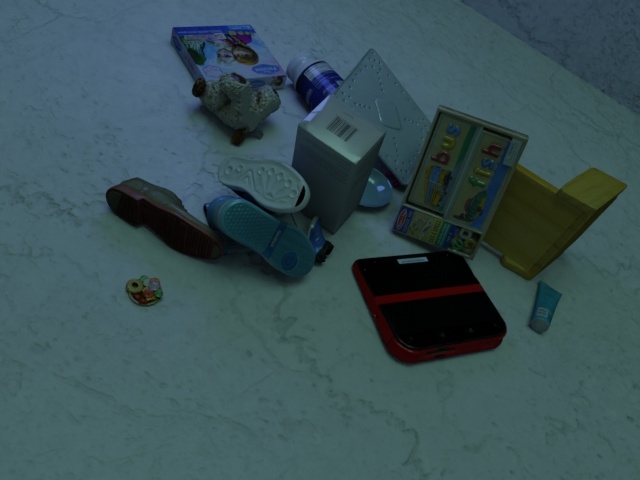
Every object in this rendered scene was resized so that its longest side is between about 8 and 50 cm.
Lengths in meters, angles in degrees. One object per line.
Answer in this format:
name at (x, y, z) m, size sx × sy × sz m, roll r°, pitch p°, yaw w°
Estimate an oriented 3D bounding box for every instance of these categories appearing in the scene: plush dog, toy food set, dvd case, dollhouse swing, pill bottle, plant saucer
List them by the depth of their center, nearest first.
toy food set at (-0.430, 0.122, 1.455) m, size 0.083 × 0.020 × 0.083 m, roll -19°, pitch 60°, yaw -33°
dvd case at (-0.192, -0.045, 1.692) m, size 0.253 × 0.022 × 0.180 m, roll -7°, pitch 54°, yaw -26°
dollhouse swing at (0.684, -0.109, 1.871) m, size 0.315 × 0.346 × 0.305 m, roll -28°, pitch 64°, yaw -37°
plant saucer at (0.139, -0.170, 1.919) m, size 0.195 × 0.037 × 0.195 m, roll 11°, pitch 48°, yaw -12°
plush dog at (-0.295, -0.448, 1.921) m, size 0.225 × 0.210 × 0.262 m, roll 35°, pitch 18°, yaw 29°
pill bottle at (0.000, -0.549, 2.110) m, size 0.153 × 0.153 × 0.264 m, roll -21°, pitch 61°, yaw -34°

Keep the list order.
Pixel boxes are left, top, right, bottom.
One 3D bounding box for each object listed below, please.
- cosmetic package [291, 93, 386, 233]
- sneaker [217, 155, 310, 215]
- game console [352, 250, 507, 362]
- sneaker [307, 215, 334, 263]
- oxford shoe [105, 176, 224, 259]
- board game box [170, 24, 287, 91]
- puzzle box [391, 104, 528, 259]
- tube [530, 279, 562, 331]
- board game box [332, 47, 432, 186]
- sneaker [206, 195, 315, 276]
cosmetic package at (0.031, -0.202, 1.665) m, size 0.197 × 0.365 × 0.155 m, roll 36°, pitch 63°, yaw 9°
sneaker at (-0.107, -0.132, 1.624) m, size 0.323 × 0.130 × 0.236 m, roll 21°, pitch -3°, yaw 35°
game console at (0.315, 0.176, 1.689) m, size 0.387 × 0.060 × 0.342 m, roll -4°, pitch 47°, yaw -25°
sneaker at (0.000, 0.001, 1.701) m, size 0.085 × 0.058 × 0.152 m, roll 16°, pitch 51°, yaw 0°
oxford shoe at (-0.390, -0.074, 1.573) m, size 0.348 × 0.123 × 0.130 m, roll 31°, pitch 42°, yaw 4°
board game box at (-0.331, -0.658, 2.132) m, size 0.319 × 0.066 × 0.318 m, roll -16°, pitch 59°, yaw -31°
puzzle box at (0.403, -0.167, 1.752) m, size 0.272 × 0.408 × 0.052 m, roll 21°, pitch 27°, yaw 9°
tube at (0.694, 0.199, 1.818) m, size 0.080 × 0.052 × 0.207 m, roll 37°, pitch 43°, yaw 5°
board game box at (0.220, -0.429, 2.054) m, size 0.390 × 0.050 × 0.390 m, roll 48°, pitch 44°, yaw -17°
sneaker at (-0.167, -0.024, 1.589) m, size 0.319 × 0.208 × 0.127 m, roll 39°, pitch 81°, yaw -32°
